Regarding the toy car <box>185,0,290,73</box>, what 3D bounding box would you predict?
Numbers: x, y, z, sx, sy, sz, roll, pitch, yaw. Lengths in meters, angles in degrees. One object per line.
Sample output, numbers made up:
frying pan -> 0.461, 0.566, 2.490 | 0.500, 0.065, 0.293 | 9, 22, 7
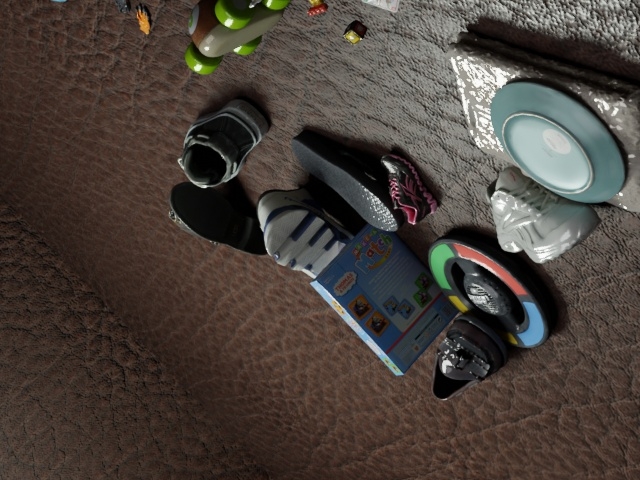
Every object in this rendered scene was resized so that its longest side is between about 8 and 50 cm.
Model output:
toy car -> -0.153, -0.361, 1.804 | 0.188, 0.149, 0.155 | 55, 146, 5

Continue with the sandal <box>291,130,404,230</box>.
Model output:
sandal -> 0.048, -0.106, 2.017 | 0.254, 0.054, 0.097 | 42, 159, 36

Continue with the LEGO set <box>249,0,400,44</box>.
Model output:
LEGO set -> 0.013, -0.333, 1.558 | 0.182, 0.060, 0.244 | 20, 147, 7

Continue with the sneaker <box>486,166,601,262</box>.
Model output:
sneaker -> 0.273, -0.041, 1.665 | 0.115, 0.090, 0.232 | 58, 164, -12

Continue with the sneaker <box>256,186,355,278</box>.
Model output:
sneaker -> -0.001, -0.001, 2.210 | 0.315, 0.127, 0.182 | 40, -169, -38

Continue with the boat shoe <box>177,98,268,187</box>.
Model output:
boat shoe -> -0.197, -0.155, 2.253 | 0.121, 0.119, 0.335 | 45, 159, -3

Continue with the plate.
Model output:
plate -> 0.274, -0.109, 1.522 | 0.188, 0.024, 0.188 | 35, 156, 18

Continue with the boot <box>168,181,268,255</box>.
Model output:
boot -> -0.233, -0.040, 2.500 | 0.263, 0.091, 0.229 | 32, 168, -34

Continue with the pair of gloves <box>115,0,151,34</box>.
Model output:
pair of gloves -> -0.321, -0.392, 2.189 | 0.083, 0.010, 0.074 | 42, 158, 8

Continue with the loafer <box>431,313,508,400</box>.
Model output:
loafer -> 0.237, 0.206, 2.124 | 0.109, 0.095, 0.302 | 38, 167, 11

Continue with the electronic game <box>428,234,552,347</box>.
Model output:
electronic game -> 0.260, 0.080, 1.978 | 0.229, 0.048, 0.229 | 37, 157, 18

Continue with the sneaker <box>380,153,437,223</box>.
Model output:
sneaker -> 0.124, -0.075, 1.925 | 0.119, 0.057, 0.047 | 52, 159, -15

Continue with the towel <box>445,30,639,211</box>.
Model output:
towel -> 0.278, -0.143, 1.547 | 0.282, 0.049, 0.187 | 25, 152, 39

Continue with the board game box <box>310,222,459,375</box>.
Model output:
board game box -> 0.110, 0.090, 2.105 | 0.211, 0.160, 0.039 | 48, 159, -8
